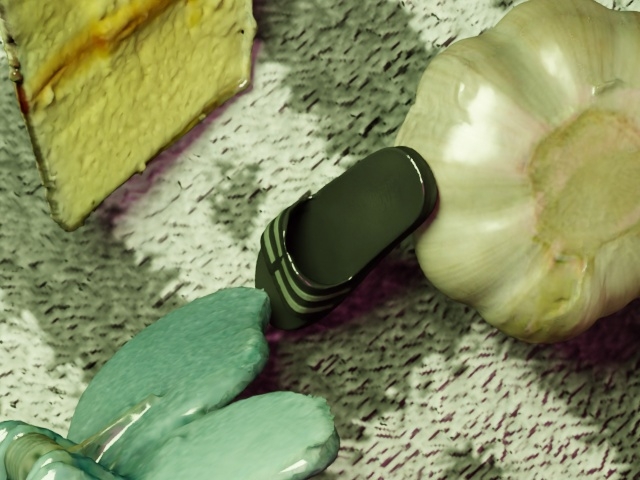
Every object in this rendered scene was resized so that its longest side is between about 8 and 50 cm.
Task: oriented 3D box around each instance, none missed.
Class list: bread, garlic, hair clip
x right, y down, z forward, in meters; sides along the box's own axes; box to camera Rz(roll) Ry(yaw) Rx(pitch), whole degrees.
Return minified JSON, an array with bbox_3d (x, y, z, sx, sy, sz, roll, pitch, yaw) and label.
[{"bbox_3d":[-0.107,-0.141,1.045,0.178,0.135,0.240,-14,136,-9],"label":"bread"},{"bbox_3d":[0.152,-0.049,1.133,0.227,0.152,0.228,0,93,-6],"label":"garlic"},{"bbox_3d":[-0.141,0.210,0.998,0.392,0.318,0.238,-16,105,-24],"label":"hair clip"}]

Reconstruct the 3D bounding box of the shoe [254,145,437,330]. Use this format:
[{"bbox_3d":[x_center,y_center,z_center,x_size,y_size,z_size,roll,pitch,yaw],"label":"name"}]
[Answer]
[{"bbox_3d":[0.000,0.000,1.107,0.049,0.179,0.071,-14,70,-46],"label":"shoe"}]
